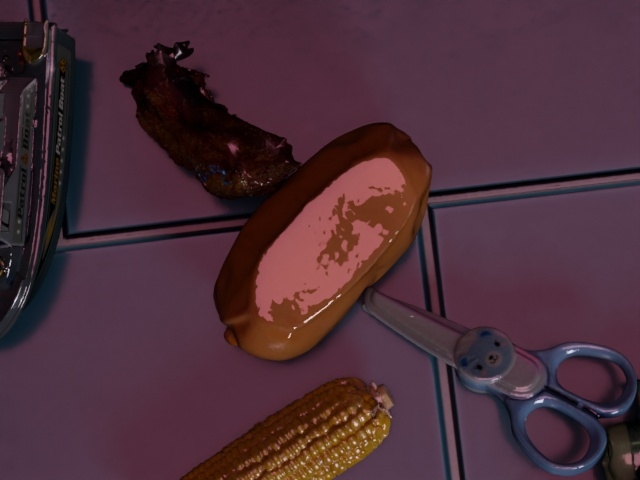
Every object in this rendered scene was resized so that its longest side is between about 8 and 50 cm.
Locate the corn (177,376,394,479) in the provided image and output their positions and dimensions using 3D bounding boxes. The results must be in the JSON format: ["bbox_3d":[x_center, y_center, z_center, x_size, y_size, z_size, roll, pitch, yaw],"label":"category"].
[{"bbox_3d":[-0.039,0.197,1.709,0.238,0.080,0.080,-33,85,-3],"label":"corn"}]

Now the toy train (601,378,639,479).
[{"bbox_3d":[0.380,0.217,1.672,0.304,0.150,0.221,-7,74,2],"label":"toy train"}]

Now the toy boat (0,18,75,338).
[{"bbox_3d":[-0.288,-0.052,1.717,0.114,0.122,0.296,4,87,27],"label":"toy boat"}]

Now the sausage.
[{"bbox_3d":[0.001,0.000,1.698,0.120,0.136,0.241,43,84,-7],"label":"sausage"}]

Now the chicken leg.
[{"bbox_3d":[-0.101,-0.100,1.710,0.063,0.105,0.234,-29,57,-28],"label":"chicken leg"}]

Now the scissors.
[{"bbox_3d":[0.148,0.106,1.706,0.256,0.030,0.125,28,68,18],"label":"scissors"}]
